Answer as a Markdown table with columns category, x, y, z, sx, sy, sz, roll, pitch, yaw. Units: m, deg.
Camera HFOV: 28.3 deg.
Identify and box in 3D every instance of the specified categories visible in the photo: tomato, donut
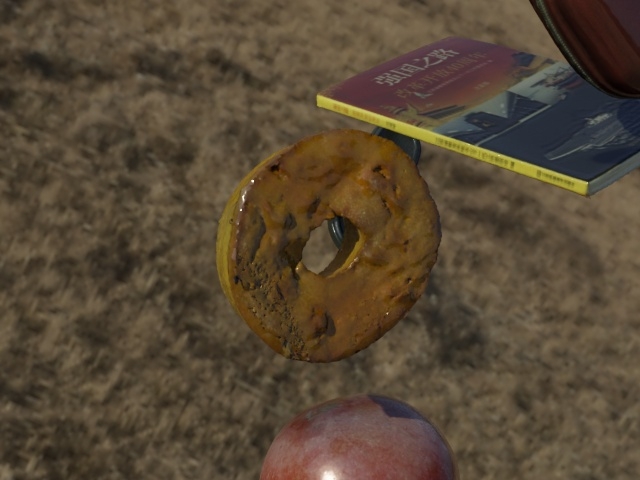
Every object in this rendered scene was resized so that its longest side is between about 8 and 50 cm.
| category | x | y | z | sx | sy | sz | roll | pitch | yaw |
| --- | --- | --- | --- | --- | --- | --- | --- | --- | --- |
| tomato | 0.046 | 0.317 | 1.660 | 0.270 | 0.270 | 0.227 | -71 | 141 | -68 |
| donut | -0.002 | 0.001 | 1.494 | 0.277 | 0.278 | 0.108 | 15 | 3 | -30 |

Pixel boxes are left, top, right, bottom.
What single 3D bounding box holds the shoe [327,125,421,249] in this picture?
| category | x | y | z | sx | sy | sz | roll | pitch | yaw |
| --- | --- | --- | --- | --- | --- | --- | --- | --- | --- |
| shoe | 0.092 | -0.084 | 1.874 | 0.108 | 0.093 | 0.241 | 29 | 63 | -12 |

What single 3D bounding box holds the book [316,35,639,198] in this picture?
| category | x | y | z | sx | sy | sz | roll | pitch | yaw |
| --- | --- | --- | --- | --- | --- | --- | --- | --- | --- |
| book | 0.219 | -0.154 | 1.462 | 0.374 | 0.028 | 0.262 | 23 | 38 | 36 |

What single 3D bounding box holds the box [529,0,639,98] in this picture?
| category | x | y | z | sx | sy | sz | roll | pitch | yaw |
| --- | --- | --- | --- | --- | --- | --- | --- | --- | --- |
| box | 0.376 | -0.335 | 1.267 | 0.263 | 0.404 | 0.108 | 45 | -5 | -34 |
